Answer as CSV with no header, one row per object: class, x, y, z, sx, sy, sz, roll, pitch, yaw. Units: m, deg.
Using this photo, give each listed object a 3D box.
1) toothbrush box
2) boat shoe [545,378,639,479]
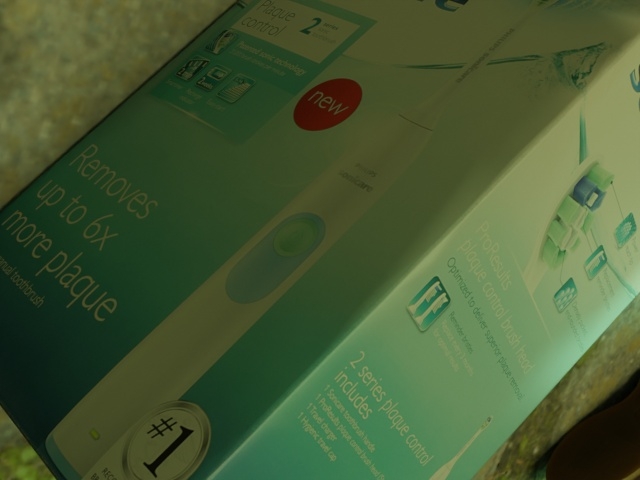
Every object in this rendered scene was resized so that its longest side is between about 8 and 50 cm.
toothbrush box,0.000,0.000,0.464,0.295,0.216,0.126,-43,133,-13
boat shoe,0.279,0.174,0.885,0.207,0.073,0.073,-33,128,-22
